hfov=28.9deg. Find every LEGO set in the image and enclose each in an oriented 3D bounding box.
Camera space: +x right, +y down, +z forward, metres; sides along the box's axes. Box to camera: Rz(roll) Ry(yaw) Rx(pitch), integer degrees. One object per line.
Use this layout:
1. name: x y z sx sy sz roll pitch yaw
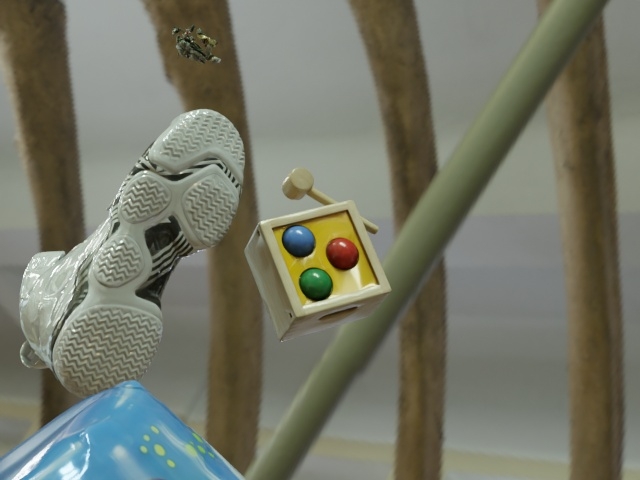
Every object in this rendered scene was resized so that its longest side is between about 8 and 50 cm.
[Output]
1. LEGO set: -0.126 -0.188 1.215 0.054 0.023 0.083 29 -8 5

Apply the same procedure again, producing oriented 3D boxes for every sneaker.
1. sneaker: -0.236 0.007 1.460 0.137 0.366 0.210 35 -19 -32

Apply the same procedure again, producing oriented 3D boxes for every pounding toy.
1. pounding toy: 0.006 -0.007 1.508 0.206 0.181 0.094 68 -25 18

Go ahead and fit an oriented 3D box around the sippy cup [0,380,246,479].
1. sippy cup: -0.083 0.197 0.564 0.224 0.240 0.305 53 -32 -5
